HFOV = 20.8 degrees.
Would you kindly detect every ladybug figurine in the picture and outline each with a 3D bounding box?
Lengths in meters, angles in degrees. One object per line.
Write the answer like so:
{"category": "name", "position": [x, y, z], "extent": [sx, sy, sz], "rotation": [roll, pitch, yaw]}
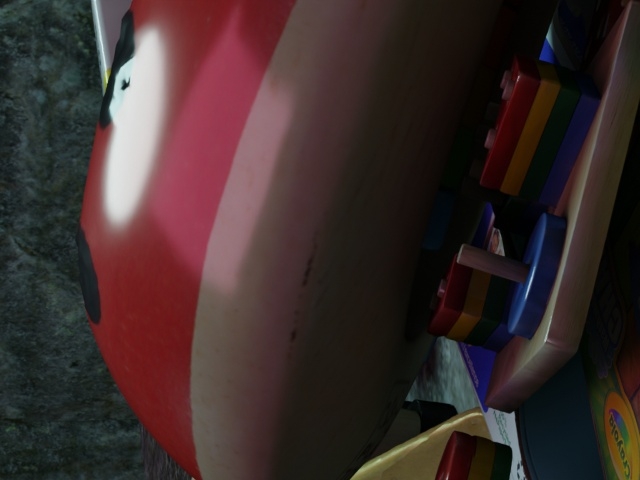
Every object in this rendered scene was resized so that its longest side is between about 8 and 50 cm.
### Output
{"category": "ladybug figurine", "position": [0.007, -0.085, 0.808], "extent": [0.305, 0.162, 0.449], "rotation": [26, -96, -79]}

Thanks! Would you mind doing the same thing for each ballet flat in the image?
{"category": "ballet flat", "position": [0.122, 0.042, 0.786], "extent": [0.067, 0.073, 0.206], "rotation": [38, -137, -52]}

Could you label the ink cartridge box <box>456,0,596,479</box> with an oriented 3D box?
{"category": "ink cartridge box", "position": [0.145, -0.009, 0.961], "extent": [0.303, 0.072, 0.307], "rotation": [-105, 21, -53]}

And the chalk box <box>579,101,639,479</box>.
{"category": "chalk box", "position": [0.174, 0.026, 0.652], "extent": [0.213, 0.132, 0.132], "rotation": [106, 160, -54]}

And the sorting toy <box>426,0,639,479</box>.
{"category": "sorting toy", "position": [0.081, -0.021, 0.669], "extent": [0.132, 0.046, 0.274], "rotation": [106, 180, -75]}

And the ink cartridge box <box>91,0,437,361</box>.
{"category": "ink cartridge box", "position": [-0.037, -0.058, 1.141], "extent": [0.198, 0.197, 0.270], "rotation": [99, 161, -71]}

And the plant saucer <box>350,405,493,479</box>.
{"category": "plant saucer", "position": [0.055, 0.318, 1.138], "extent": [0.333, 0.081, 0.333], "rotation": [-34, 52, 44]}

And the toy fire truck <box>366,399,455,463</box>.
{"category": "toy fire truck", "position": [0.031, 0.246, 1.380], "extent": [0.217, 0.158, 0.246], "rotation": [156, 124, -77]}
